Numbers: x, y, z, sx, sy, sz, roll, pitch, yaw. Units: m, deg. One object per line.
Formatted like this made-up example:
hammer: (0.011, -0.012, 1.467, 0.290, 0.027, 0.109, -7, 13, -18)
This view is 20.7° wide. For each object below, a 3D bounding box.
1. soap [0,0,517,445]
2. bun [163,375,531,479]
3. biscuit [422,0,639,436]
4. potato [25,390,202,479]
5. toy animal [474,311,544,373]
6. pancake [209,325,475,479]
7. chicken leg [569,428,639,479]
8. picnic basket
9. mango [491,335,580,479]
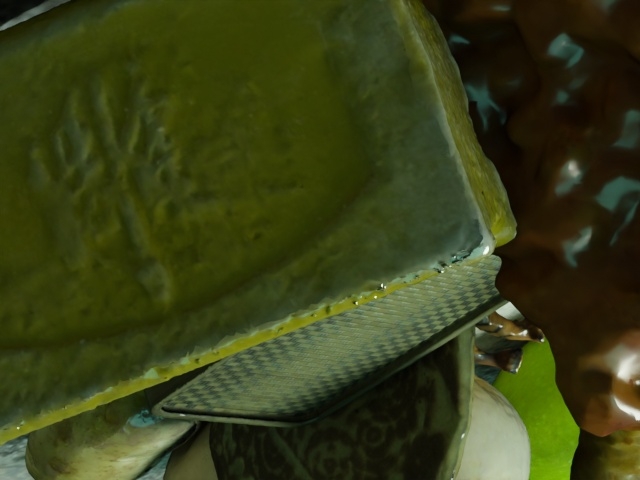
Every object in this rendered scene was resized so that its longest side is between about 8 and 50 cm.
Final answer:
soap: (-0.084, -0.029, 0.860, 0.315, 0.199, 0.091, -20, -173, 13)
bun: (0.013, 0.162, 1.391, 0.299, 0.165, 0.299, -15, 162, -5)
biscuit: (0.187, -0.083, 0.852, 0.318, 0.312, 0.110, -41, 170, 36)
potato: (-0.153, 0.136, 1.315, 0.107, 0.080, 0.170, 11, 139, -35)
toy animal: (0.085, 0.036, 1.269, 0.116, 0.114, 0.255, 15, 156, -17)
pancake: (0.014, 0.100, 1.184, 0.031, 0.250, 0.250, 23, 133, -39)
chicken leg: (0.221, 0.035, 1.111, 0.182, 0.295, 0.409, 0, 122, -11)
picnic basket: (0.000, 0.000, 1.079, 0.267, 0.139, 0.165, -36, 151, 32)
mango: (0.300, 0.112, 1.508, 0.343, 0.156, 0.192, -28, 156, 13)
